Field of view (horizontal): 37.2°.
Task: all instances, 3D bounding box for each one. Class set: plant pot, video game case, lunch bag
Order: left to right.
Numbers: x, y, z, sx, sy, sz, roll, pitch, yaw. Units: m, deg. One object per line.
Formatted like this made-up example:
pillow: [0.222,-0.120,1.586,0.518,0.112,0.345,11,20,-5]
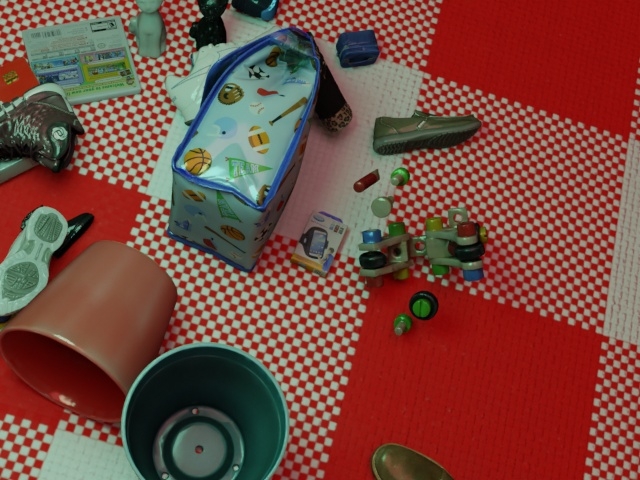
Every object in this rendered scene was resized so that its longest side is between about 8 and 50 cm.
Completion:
video game case: [-0.509,-0.380,2.026,0.212,0.023,0.193,-13,70,-16]
plant pot: [-0.395,0.151,1.706,0.275,0.275,0.243,27,55,1]
plant pot: [-0.204,0.342,1.652,0.271,0.255,0.272,4,68,-9]
lunch bag: [-0.141,-0.190,1.852,0.239,0.328,0.385,26,67,-1]
lunch bag: [0.081,-0.426,2.131,0.098,0.067,0.065,-10,69,-14]

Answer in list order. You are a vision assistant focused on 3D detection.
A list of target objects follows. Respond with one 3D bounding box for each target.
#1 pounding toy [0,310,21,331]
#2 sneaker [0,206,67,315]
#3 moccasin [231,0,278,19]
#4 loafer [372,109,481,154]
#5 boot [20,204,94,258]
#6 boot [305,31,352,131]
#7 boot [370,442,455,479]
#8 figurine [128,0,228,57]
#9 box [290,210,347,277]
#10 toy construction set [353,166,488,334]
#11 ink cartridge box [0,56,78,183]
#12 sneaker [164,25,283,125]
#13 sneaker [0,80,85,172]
pounding toy: [-0.634,0.135,1.743,0.130,0.100,0.141,-38,79,-23]
sneaker: [-0.548,0.052,1.757,0.090,0.115,0.232,36,52,-17]
moccasin: [-0.131,-0.669,2.158,0.117,0.138,0.342,9,65,-2]
loafer: [0.230,-0.251,2.071,0.251,0.094,0.087,-8,74,-14]
boot: [-0.519,-0.033,1.867,0.099,0.045,0.121,38,70,6]
boot: [-0.009,-0.346,2.068,0.085,0.236,0.178,-30,116,10]
boot: [0.230,0.475,1.757,0.305,0.115,0.112,37,68,7]
figurine: [-0.299,-0.473,2.002,0.215,0.209,0.092,4,67,-9]
box: [0.000,0.000,1.960,0.081,0.028,0.136,23,67,0]
toy construction set: [0.201,-0.021,1.926,0.309,0.257,0.237,57,24,-3]
ink cartridge box: [-0.664,-0.234,1.902,0.275,0.060,0.239,-30,77,-15]
sneaker: [-0.197,-0.371,2.004,0.297,0.111,0.129,-40,94,-16]
sneaker: [-0.577,-0.175,1.805,0.281,0.106,0.162,-35,81,-17]
